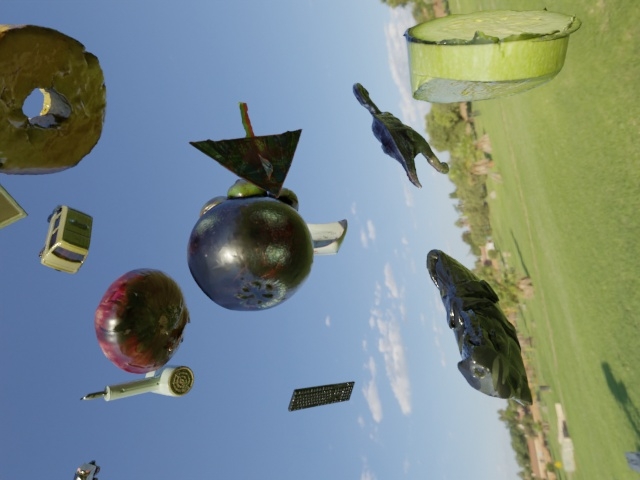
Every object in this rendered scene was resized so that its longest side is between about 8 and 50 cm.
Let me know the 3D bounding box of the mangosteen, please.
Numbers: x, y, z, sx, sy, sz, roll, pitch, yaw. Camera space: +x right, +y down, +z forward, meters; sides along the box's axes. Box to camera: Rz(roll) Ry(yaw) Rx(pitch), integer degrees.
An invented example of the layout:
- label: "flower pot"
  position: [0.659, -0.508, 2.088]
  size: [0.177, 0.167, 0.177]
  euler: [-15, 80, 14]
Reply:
- label: "mangosteen"
  position: [-0.163, 0.015, 0.966]
  size: [0.300, 0.300, 0.300]
  euler: [-10, -90, -68]

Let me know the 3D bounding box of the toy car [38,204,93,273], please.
- label: "toy car"
  position: [-0.726, -0.028, 1.200]
  size: [0.101, 0.124, 0.256]
  euler: [31, -157, -41]

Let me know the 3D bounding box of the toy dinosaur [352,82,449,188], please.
- label: "toy dinosaur"
  position: [0.158, -0.221, 0.881]
  size: [0.162, 0.077, 0.294]
  euler: [8, -142, -55]

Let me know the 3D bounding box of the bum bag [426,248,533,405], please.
- label: "bum bag"
  position: [0.252, 0.126, 0.667]
  size: [0.144, 0.095, 0.340]
  euler: [39, -159, -13]

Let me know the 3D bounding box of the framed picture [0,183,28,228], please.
- label: "framed picture"
  position: [-0.937, -0.061, 0.991]
  size: [0.324, 0.020, 0.240]
  euler: [-36, -34, -21]

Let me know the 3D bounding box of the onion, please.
- label: "onion"
  position: [-0.619, 0.266, 1.396]
  size: [0.347, 0.285, 0.347]
  euler: [-2, -90, -65]

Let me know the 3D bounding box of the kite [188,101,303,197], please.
- label: "kite"
  position: [-0.091, -0.133, 0.597]
  size: [0.190, 0.010, 0.159]
  euler: [-19, -102, -37]

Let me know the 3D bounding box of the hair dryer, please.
- label: "hair dryer"
  position: [-0.632, 0.495, 1.406]
  size: [0.357, 0.173, 0.107]
  euler: [9, -107, -51]

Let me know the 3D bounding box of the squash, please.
- label: "squash"
  position: [0.225, -0.244, 0.572]
  size: [0.220, 0.220, 0.133]
  euler: [-60, -31, -58]

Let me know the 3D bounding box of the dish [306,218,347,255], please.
- label: "dish"
  position: [0.000, 0.000, 1.544]
  size: [0.077, 0.212, 0.151]
  euler: [64, -142, -32]

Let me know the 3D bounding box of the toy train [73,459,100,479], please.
- label: "toy train"
  position: [-0.762, 0.788, 1.328]
  size: [0.087, 0.050, 0.138]
  euler: [61, -138, -85]

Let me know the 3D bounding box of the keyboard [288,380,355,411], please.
- label: "keyboard"
  position: [0.008, 0.405, 1.078]
  size: [0.204, 0.013, 0.061]
  euler: [8, -77, -38]

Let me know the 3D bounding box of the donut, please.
- label: "donut"
  position: [-0.320, -0.153, 0.454]
  size: [0.178, 0.065, 0.162]
  euler: [-19, -49, -81]
